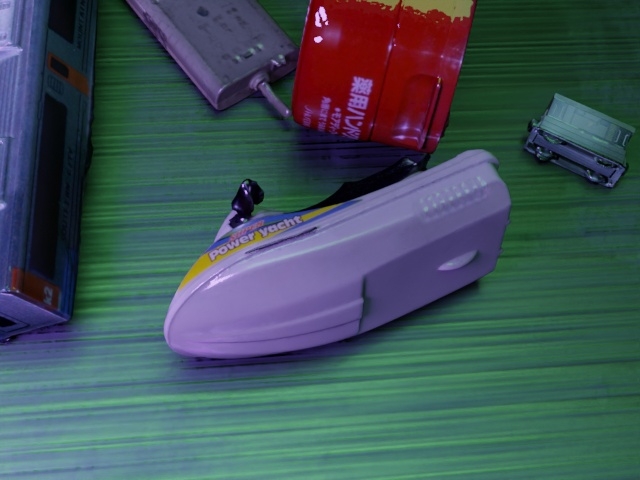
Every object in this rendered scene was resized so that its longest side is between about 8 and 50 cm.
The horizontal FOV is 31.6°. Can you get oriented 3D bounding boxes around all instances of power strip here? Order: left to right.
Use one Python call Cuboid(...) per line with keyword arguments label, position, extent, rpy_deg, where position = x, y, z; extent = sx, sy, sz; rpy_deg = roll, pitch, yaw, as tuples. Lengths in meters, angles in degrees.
Cuboid(label="power strip", position=(-0.107, -0.204, 0.995), extent=(0.092, 0.034, 0.268), rpy_deg=(-33, 72, -21))

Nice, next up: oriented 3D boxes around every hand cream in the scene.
Cuboid(label="hand cream", position=(0.054, -0.172, 0.913), extent=(0.125, 0.193, 0.193), rpy_deg=(12, 63, 2))

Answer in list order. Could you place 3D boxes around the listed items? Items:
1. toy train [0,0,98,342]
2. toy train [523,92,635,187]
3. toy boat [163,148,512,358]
Cuboid(label="toy train", position=(-0.236, -0.126, 0.900), extent=(0.086, 0.089, 0.409), rpy_deg=(-15, 62, 26))
Cuboid(label="toy train", position=(0.225, -0.088, 0.975), extent=(0.093, 0.038, 0.056), rpy_deg=(25, 61, 6))
Cuboid(label="toy boat", position=(0.007, 0.003, 0.855), extent=(0.269, 0.141, 0.141), rpy_deg=(-11, 66, -9))
